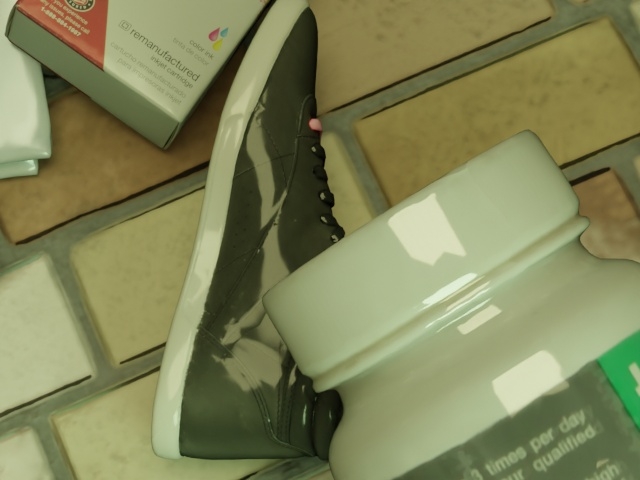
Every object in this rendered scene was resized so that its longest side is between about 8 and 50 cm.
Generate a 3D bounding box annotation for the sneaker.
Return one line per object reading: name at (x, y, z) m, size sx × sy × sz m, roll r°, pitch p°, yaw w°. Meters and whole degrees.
sneaker at (0.000, 0.000, 1.138) m, size 0.147 × 0.104 × 0.296 m, roll 11°, pitch 77°, yaw 5°

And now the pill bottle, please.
pill bottle at (0.132, 0.139, 0.980) m, size 0.204 × 0.204 × 0.361 m, roll -32°, pitch 88°, yaw -8°

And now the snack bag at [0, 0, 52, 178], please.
snack bag at (-0.352, -0.187, 1.239) m, size 0.323 × 0.037 × 0.343 m, roll -9°, pitch 78°, yaw 2°

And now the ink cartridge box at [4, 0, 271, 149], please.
ink cartridge box at (-0.097, -0.169, 1.193) m, size 0.127 × 0.072 × 0.175 m, roll 35°, pitch 73°, yaw -4°
